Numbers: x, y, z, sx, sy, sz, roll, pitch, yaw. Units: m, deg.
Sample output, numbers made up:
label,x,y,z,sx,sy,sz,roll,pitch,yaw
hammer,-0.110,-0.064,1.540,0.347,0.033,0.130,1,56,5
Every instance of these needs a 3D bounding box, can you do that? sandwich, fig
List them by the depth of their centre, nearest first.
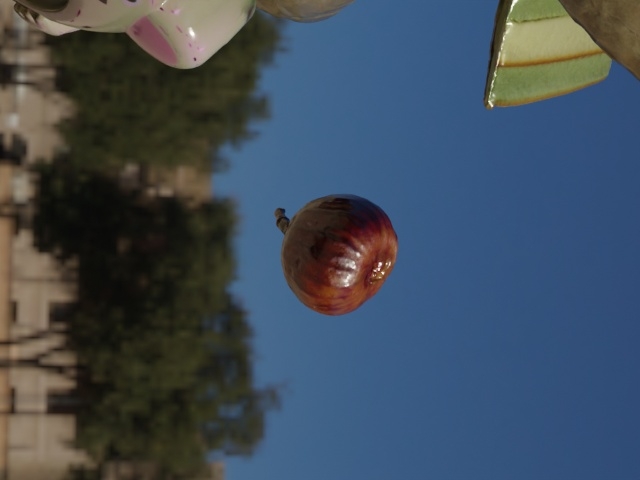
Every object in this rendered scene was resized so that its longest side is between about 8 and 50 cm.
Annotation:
label,x,y,z,sx,sy,sz,roll,pitch,yaw
sandwich,0.156,-0.194,1.548,0.144,0.187,0.117,30,-60,34
fig,0.015,0.000,1.922,0.128,0.128,0.150,114,-42,-59

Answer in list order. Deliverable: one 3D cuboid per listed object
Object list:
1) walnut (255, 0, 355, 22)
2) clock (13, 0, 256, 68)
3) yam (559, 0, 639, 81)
label,x,y,z,sx,sy,sz,roll,pitch,yaw
walnut,-0.030,-0.336,2.030,0.224,0.224,0.224,-178,-90,-77
clock,-0.190,-0.245,1.161,0.309,0.114,0.284,31,-23,33
yam,0.214,-0.070,0.948,0.356,0.081,0.081,52,-20,4
